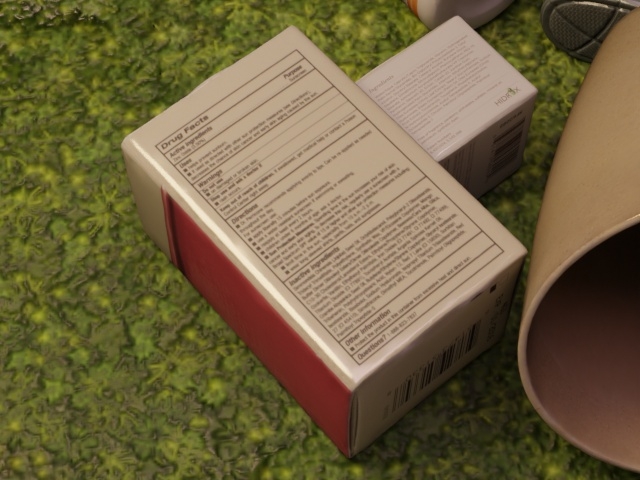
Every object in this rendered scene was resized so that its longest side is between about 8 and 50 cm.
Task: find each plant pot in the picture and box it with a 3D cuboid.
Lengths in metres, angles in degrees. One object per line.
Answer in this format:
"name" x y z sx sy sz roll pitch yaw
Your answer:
"plant pot" 0.250 -0.032 0.881 0.256 0.256 0.274 3 45 2

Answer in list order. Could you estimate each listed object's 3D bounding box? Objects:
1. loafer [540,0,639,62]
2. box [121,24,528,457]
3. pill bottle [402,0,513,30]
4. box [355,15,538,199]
"loafer" 0.302 -0.160 1.021 0.267 0.096 0.084 19 57 12
"box" 0.000 0.000 0.910 0.148 0.127 0.232 -36 67 -18
"pill bottle" 0.067 -0.271 1.061 0.121 0.121 0.216 -31 66 -16
"box" 0.084 -0.080 0.968 0.102 0.101 0.087 -34 66 -17
